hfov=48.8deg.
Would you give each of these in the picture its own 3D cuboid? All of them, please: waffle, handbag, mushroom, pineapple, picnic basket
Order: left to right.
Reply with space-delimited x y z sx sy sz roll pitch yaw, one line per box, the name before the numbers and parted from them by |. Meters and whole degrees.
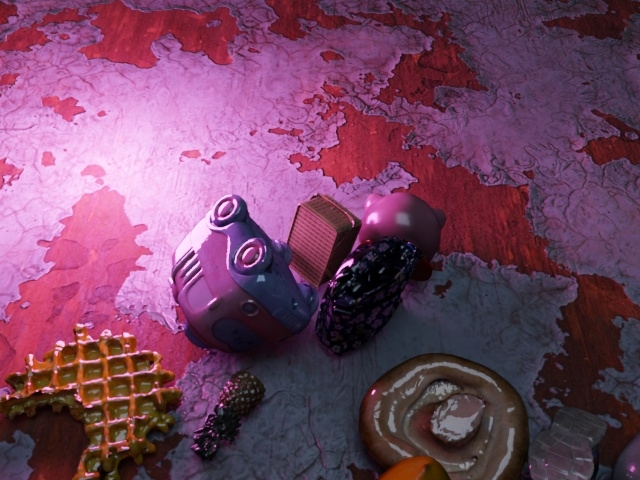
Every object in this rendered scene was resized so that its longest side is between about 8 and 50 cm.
waffle | -0.383 0.264 1.205 0.293 0.069 0.260 32 54 20
pineapple | -0.160 0.298 1.199 0.074 0.074 0.159 26 59 17
picnic basket | 0.000 0.000 1.410 0.115 0.164 0.079 38 39 26
handbag | 0.083 0.093 1.307 0.127 0.207 0.229 39 53 20
mushroom | 0.204 0.313 1.165 0.278 0.146 0.278 -1 57 1

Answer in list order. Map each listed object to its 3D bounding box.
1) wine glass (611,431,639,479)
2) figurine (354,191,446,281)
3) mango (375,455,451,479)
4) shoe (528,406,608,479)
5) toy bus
wine glass | 0.497 0.412 1.106 0.143 0.143 0.321 38 56 26
figurine | 0.162 -0.017 1.441 0.173 0.173 0.173 3 48 -3
mango | 0.072 0.449 0.951 0.182 0.253 0.365 25 54 11
shoe | 0.393 0.369 1.147 0.099 0.125 0.227 21 30 29
toy bus | -0.163 0.082 1.302 0.232 0.197 0.294 -37 48 5
